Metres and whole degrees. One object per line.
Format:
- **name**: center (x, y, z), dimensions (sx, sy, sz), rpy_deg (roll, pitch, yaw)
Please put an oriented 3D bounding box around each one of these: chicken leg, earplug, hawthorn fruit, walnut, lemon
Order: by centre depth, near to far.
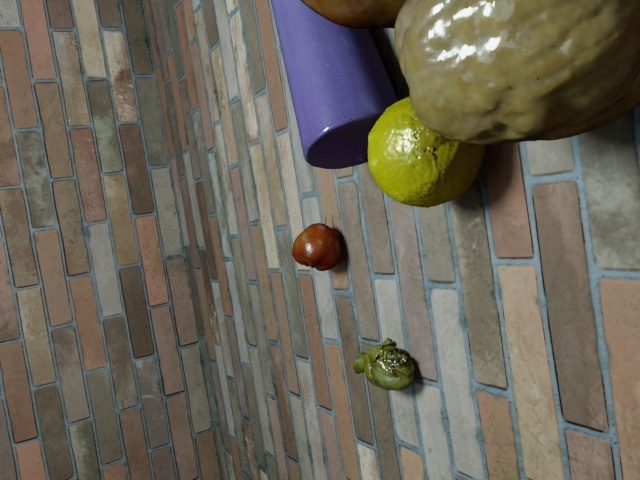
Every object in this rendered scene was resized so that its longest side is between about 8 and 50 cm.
- **walnut**: center (0.265, -0.262, 0.746), dimensions (0.344, 0.306, 0.306), rpy_deg (-19, 83, 59)
- **lemon**: center (0.177, -0.153, 1.058), dimensions (0.231, 0.192, 0.192), rpy_deg (-14, 87, 59)
- **earplug**: center (0.016, -0.391, 1.273), dimensions (0.215, 0.215, 0.456), rpy_deg (-42, 59, 58)
- **chicken leg**: center (0.135, 0.279, 1.407), dimensions (0.227, 0.088, 0.103), rpy_deg (3, 112, 67)
- **hawthorn fruit**: center (0.001, 0.016, 1.531), dimensions (0.125, 0.140, 0.125), rpy_deg (45, 165, 15)

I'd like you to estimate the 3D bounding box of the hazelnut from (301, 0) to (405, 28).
- **hazelnut**: center (0.072, -0.515, 0.984), dimensions (0.409, 0.359, 0.359), rpy_deg (-117, 32, -44)
